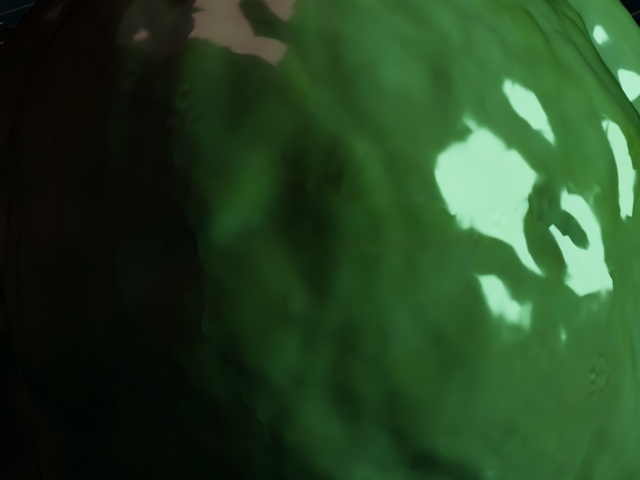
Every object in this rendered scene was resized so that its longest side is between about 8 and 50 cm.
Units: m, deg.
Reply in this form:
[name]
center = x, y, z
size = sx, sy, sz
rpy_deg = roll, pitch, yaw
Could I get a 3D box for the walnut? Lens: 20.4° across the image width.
[walnut]
center = 0.002, 0.000, 0.562
size = 0.248, 0.248, 0.248
rpy_deg = -12, 17, 4

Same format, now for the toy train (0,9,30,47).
[toy train]
center = -0.248, -0.104, 1.328
size = 0.137, 0.090, 0.225
rpy_deg = -21, 16, 8
